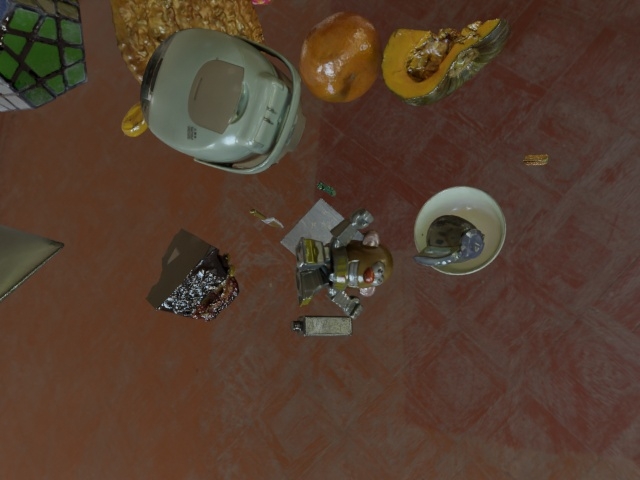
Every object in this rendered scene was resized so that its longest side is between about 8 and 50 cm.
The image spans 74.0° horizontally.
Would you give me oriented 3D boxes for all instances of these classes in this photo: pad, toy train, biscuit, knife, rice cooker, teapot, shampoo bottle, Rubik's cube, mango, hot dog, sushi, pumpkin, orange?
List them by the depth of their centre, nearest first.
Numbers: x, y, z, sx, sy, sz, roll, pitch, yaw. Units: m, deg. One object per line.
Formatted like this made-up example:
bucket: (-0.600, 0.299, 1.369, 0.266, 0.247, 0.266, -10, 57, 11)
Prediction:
rice cooker: (-0.111, -0.159, 0.493, 0.206, 0.127, 0.145, 24, 99, 20)
biscuit: (-0.187, -0.315, 0.649, 0.035, 0.253, 0.254, 11, 83, 46)
Rubik's cube: (-0.617, -0.414, 0.836, 0.318, 0.264, 0.320, -1, 100, -3)
teapot: (0.292, 0.000, 0.942, 0.108, 0.148, 0.111, -164, 75, -64)
sushi: (-0.265, 0.095, 0.950, 0.153, 0.150, 0.172, 22, 82, 45)
pumpkin: (0.281, -0.456, 1.011, 0.280, 0.139, 0.190, -40, 73, 33)
orange: (0.052, -0.482, 1.127, 0.240, 0.240, 0.171, -45, 61, 10)
hot dog: (0.677, -0.255, 1.337, 0.083, 0.021, 0.037, 0, 107, -5)
knife: (-0.176, -0.069, 1.451, 0.046, 0.256, 0.022, -7, 79, 13)
mango: (-0.650, -0.443, 1.527, 0.187, 0.066, 0.101, -44, 60, 18)
shampoo bottle: (0.002, 0.335, 1.658, 0.080, 0.245, 0.080, 151, 121, -62)
toy train: (0.022, -0.207, 1.722, 0.029, 0.092, 0.045, -48, 47, 24)
pad: (0.000, 0.000, 1.785, 0.247, 0.007, 0.367, 41, 136, -6)

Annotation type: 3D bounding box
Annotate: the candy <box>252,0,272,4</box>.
candy: (-0.253, -0.659, 1.121, 0.124, 0.124, 0.365, 36, 56, 27)

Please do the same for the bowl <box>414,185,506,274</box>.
bowl: (0.449, -0.021, 1.343, 0.276, 0.145, 0.278, -8, 75, 29)

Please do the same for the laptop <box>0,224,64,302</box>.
laptop: (-0.549, 0.045, 0.661, 0.268, 0.015, 0.188, 11, 48, 26)

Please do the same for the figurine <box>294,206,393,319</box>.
figurine: (0.073, 0.074, 1.225, 0.284, 0.343, 0.167, -2, 47, -16)
